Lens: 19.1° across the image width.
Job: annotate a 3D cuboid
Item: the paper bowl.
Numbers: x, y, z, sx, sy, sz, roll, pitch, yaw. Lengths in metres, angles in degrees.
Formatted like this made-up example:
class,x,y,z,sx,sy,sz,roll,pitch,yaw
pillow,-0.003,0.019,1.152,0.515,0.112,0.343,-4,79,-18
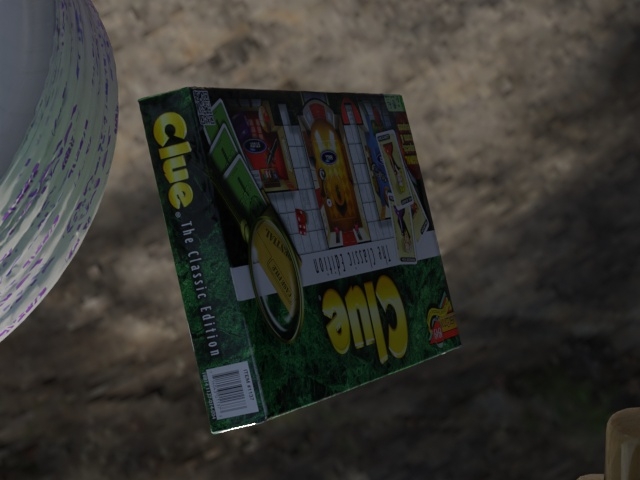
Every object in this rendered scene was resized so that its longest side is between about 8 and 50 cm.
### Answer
class,x,y,z,sx,sy,sz,roll,pitch,yaw
paper bowl,-0.248,-0.070,0.879,0.284,0.284,0.148,-29,149,0

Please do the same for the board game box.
class,x,y,z,sx,sy,sz,roll,pitch,yaw
board game box,0.000,0.000,0.850,0.030,0.136,0.259,-11,180,21

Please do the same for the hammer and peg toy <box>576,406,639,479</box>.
class,x,y,z,sx,sy,sz,roll,pitch,yaw
hammer and peg toy,0.282,0.185,0.855,0.361,0.266,0.127,3,111,12
